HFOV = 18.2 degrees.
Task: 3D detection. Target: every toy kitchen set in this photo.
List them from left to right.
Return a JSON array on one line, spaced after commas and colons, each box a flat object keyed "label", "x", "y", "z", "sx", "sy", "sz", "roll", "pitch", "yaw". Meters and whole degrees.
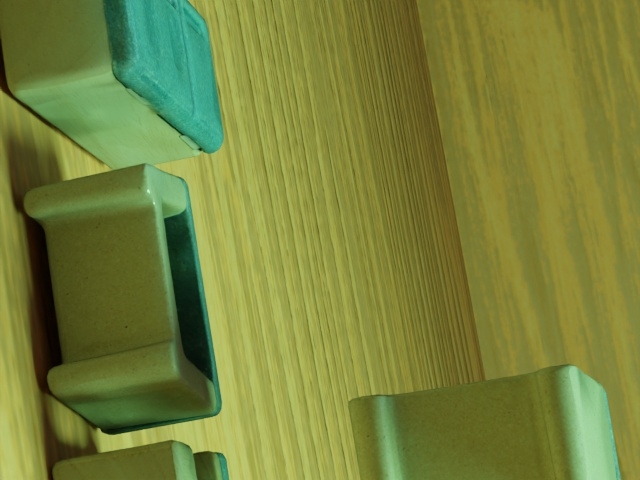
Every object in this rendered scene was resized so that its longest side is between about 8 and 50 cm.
[{"label": "toy kitchen set", "x": 0.000, "y": 0.000, "z": 0.657, "sx": 0.122, "sy": 0.166, "sz": 0.207, "roll": 43, "pitch": 37, "yaw": -76}]
